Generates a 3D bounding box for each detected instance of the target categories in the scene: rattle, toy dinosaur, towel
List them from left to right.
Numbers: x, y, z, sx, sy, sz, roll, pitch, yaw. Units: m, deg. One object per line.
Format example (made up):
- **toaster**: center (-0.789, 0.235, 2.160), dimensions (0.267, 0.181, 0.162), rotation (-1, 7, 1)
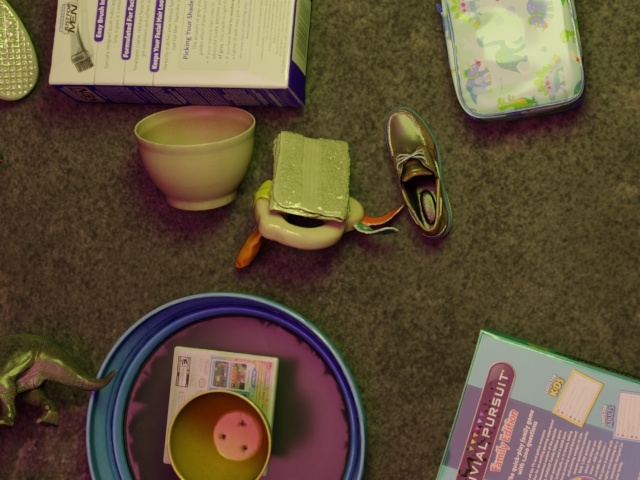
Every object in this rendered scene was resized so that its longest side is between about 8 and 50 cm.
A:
- **toy dinosaur**: center (-0.432, 0.188, 1.810), dimensions (0.313, 0.121, 0.160), rotation (-21, 62, 20)
- **towel**: center (-0.012, -0.085, 1.764), dimensions (0.110, 0.027, 0.148), rotation (8, 47, -6)
- **rattle**: center (0.000, 0.000, 1.798), dimensions (0.199, 0.130, 0.143), rotation (4, 115, -19)

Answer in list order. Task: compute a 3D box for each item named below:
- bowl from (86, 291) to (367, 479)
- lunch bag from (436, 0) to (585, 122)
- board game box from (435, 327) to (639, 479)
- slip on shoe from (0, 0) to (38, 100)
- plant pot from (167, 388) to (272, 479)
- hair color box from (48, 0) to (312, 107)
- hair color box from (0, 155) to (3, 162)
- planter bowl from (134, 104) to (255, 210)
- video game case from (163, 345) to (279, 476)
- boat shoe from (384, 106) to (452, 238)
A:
- **bowl**: center (-0.124, 0.264, 1.808), dimensions (0.391, 0.077, 0.391), rotation (0, 88, 13)
- **lunch bag**: center (0.247, -0.267, 1.730), dimensions (0.176, 0.090, 0.219), rotation (-10, 86, 11)
- **board game box**: center (0.331, 0.283, 1.702), dimensions (0.336, 0.079, 0.254), rotation (18, 93, 13)
- **slip on shoe**: center (-0.531, -0.332, 1.911), dimensions (0.331, 0.101, 0.123), rotation (44, 79, -3)
- **plant pot**: center (-0.118, 0.253, 1.698), dimensions (0.134, 0.095, 0.134), rotation (0, 88, 11)
- **hair color box**: center (-0.187, -0.284, 1.813), dimensions (0.338, 0.110, 0.185), rotation (3, 81, 11)
- **hair color box**: center (-0.556, -0.116, 1.928), dimensions (0.167, 0.053, 0.093), rotation (-30, 81, 9)
- **planter bowl**: center (-0.164, -0.106, 1.798), dimensions (0.162, 0.162, 0.109), rotation (2, 115, 13)
- **video game case**: center (-0.131, 0.225, 1.762), dimensions (0.143, 0.019, 0.157), rotation (5, 89, 12)
- **boat shoe**: center (0.131, -0.093, 1.764), dimensions (0.066, 0.066, 0.183), rotation (-22, 84, 11)
